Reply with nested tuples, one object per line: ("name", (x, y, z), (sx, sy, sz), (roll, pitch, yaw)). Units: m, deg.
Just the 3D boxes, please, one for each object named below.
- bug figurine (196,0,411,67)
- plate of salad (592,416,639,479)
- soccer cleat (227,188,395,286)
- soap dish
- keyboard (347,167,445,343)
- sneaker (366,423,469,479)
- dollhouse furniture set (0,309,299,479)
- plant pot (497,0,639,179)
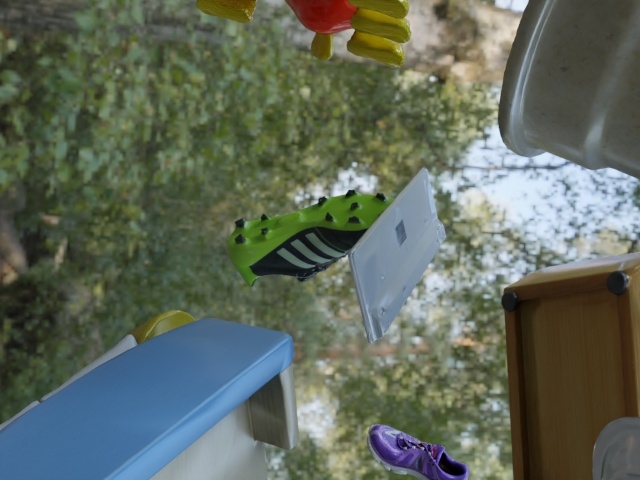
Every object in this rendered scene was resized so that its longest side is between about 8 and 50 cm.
("bug figurine", (0.093, -0.106, 0.360), (0.216, 0.279, 0.072), (94, 16, -66))
("plate of salad", (0.236, 0.197, 0.628), (0.200, 0.048, 0.200), (59, -18, 33))
("soccer cleat", (0.000, 0.000, 0.982), (0.060, 0.179, 0.072), (-87, 161, -49))
("soap dish", (0.294, 0.159, 1.063), (0.229, 0.118, 0.291), (-15, -106, 59))
("keyboard", (0.067, 0.004, 0.856), (0.072, 0.014, 0.256), (71, 22, -12))
("sneaker", (0.150, 0.320, 1.556), (0.071, 0.170, 0.068), (-53, -167, 45))
("dollhouse furniture set", (-0.142, 0.198, 0.395), (0.198, 0.303, 0.286), (8, -64, 31))
("plant pot", (0.339, -0.126, 0.678), (0.305, 0.334, 0.334), (35, -52, 22))
